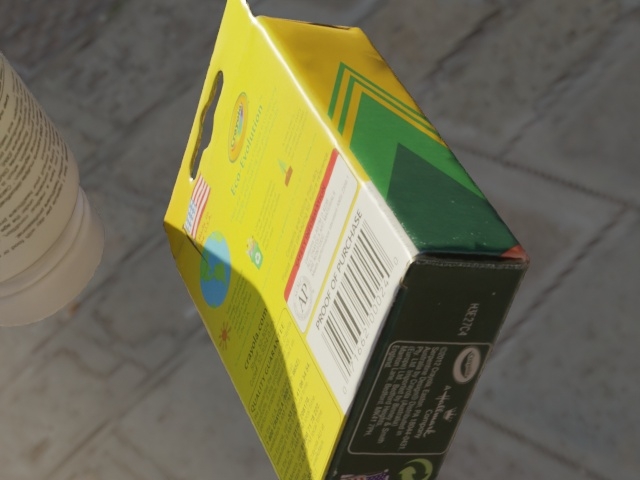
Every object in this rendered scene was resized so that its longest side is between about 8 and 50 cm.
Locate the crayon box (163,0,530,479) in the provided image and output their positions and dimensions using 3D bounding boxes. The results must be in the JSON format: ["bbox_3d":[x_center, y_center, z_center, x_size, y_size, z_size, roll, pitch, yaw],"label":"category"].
[{"bbox_3d":[0.000,0.000,1.117,0.318,0.081,0.202,60,138,48],"label":"crayon box"}]

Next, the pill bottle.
[{"bbox_3d":[-0.281,-0.063,1.367,0.160,0.283,0.160,-12,52,15],"label":"pill bottle"}]
